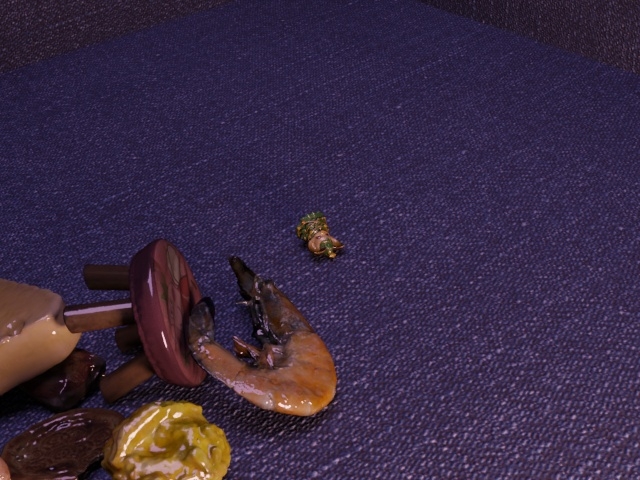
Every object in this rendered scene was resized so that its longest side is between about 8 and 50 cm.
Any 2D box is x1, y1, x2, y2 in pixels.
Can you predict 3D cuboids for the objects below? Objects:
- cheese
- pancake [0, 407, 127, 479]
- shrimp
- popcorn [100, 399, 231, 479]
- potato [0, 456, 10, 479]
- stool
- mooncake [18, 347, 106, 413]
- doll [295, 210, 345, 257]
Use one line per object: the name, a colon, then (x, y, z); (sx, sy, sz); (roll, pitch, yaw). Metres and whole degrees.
cheese: (-0.651, 0.211, 1.802); (0.384, 0.104, 0.384); (-18, 28, 10)
pancake: (-0.427, 0.345, 1.668); (0.212, 0.029, 0.235); (7, 26, 31)
shrimp: (-0.130, 0.160, 1.816); (0.272, 0.085, 0.445); (9, 30, -26)
popcorn: (-0.241, 0.343, 1.560); (0.198, 0.155, 0.197); (7, 46, -8)
potato: (-0.549, 0.378, 1.554); (0.147, 0.112, 0.112); (-38, 28, 16)
stool: (-0.321, 0.145, 1.793); (0.179, 0.272, 0.272); (-14, 31, 9)
mooncake: (-0.470, 0.244, 1.810); (0.125, 0.073, 0.130); (13, 40, 24)
doll: (-0.004, 0.004, 2.155); (0.078, 0.076, 0.113); (-14, 66, -29)
